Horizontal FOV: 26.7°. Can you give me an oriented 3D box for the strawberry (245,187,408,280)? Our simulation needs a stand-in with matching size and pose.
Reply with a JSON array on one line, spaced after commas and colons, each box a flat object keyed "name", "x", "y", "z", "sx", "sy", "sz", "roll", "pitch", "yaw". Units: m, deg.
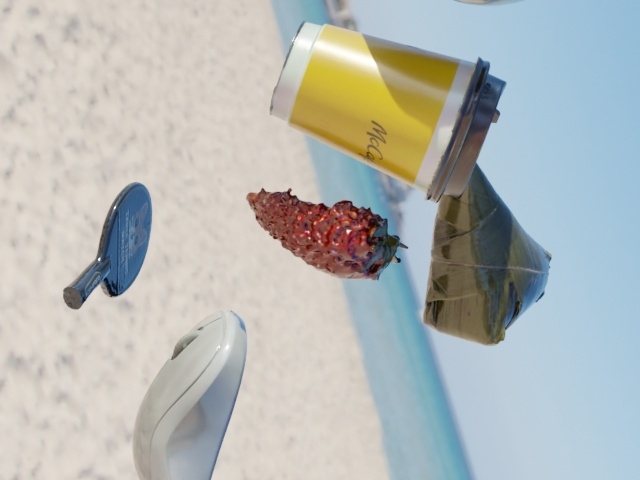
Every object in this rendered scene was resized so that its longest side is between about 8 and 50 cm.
[{"name": "strawberry", "x": 0.000, "y": 0.005, "z": 1.788, "sx": 0.167, "sy": 0.208, "sz": 0.087, "roll": 53, "pitch": 49, "yaw": -59}]

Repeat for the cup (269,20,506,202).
[{"name": "cup", "x": 0.086, "y": -0.172, "z": 1.718, "sx": 0.196, "sy": 0.280, "sz": 0.196, "roll": 21, "pitch": 90, "yaw": -89}]

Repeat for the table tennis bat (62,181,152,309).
[{"name": "table tennis bat", "x": -0.263, "y": 0.017, "z": 1.700, "sx": 0.236, "sy": 0.027, "sz": 0.150, "roll": -58, "pitch": 157, "yaw": -58}]

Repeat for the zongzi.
[{"name": "zongzi", "x": 0.254, "y": -0.025, "z": 1.966, "sx": 0.274, "sy": 0.145, "sz": 0.300, "roll": -29, "pitch": 120, "yaw": -58}]

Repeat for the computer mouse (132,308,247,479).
[{"name": "computer mouse", "x": -0.192, "y": 0.233, "z": 1.887, "sx": 0.184, "sy": 0.121, "sz": 0.296, "roll": -102, "pitch": -153, "yaw": -69}]

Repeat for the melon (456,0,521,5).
[{"name": "melon", "x": 0.209, "y": -0.409, "z": 1.643, "sx": 0.308, "sy": 0.272, "sz": 0.271, "roll": -5, "pitch": 75, "yaw": -57}]
